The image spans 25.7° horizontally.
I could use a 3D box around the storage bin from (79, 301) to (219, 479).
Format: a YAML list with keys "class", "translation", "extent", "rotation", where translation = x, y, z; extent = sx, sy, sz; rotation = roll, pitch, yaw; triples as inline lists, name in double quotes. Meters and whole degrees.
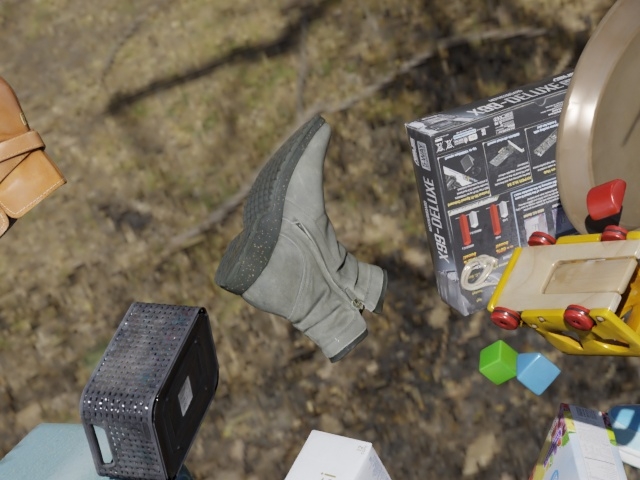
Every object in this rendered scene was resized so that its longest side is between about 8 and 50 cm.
- class: "storage bin"
  translation: [-0.182, 0.163, 1.524]
  extent: [0.084, 0.122, 0.180]
  rotation: [4, 38, 15]

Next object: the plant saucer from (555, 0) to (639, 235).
- class: "plant saucer"
  translation: [0.317, -0.126, 1.337]
  extent: [0.041, 0.278, 0.278]
  rotation: [16, 29, -22]

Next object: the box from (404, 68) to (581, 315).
- class: "box"
  translation: [0.277, -0.071, 1.749]
  extent: [0.307, 0.242, 0.076]
  rotation: [-20, 22, -16]

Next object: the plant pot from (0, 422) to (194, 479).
- class: "plant pot"
  translation: [-0.248, 0.362, 1.593]
  extent: [0.252, 0.247, 0.248]
  rotation: [-13, 22, 37]

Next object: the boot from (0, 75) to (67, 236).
- class: "boot"
  translation: [-0.423, -0.068, 1.455]
  extent: [0.283, 0.220, 0.109]
  rotation: [-37, 12, 6]

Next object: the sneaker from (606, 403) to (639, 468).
- class: "sneaker"
  translation: [0.507, 0.189, 1.760]
  extent: [0.319, 0.208, 0.127]
  rotation: [2, 25, 19]

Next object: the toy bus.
- class: "toy bus"
  translation: [0.242, 0.058, 1.293]
  extent: [0.191, 0.104, 0.202]
  rotation: [-40, 27, 21]

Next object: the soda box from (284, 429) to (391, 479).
- class: "soda box"
  translation: [-0.016, 0.290, 1.327]
  extent: [0.074, 0.069, 0.216]
  rotation: [9, 52, 33]

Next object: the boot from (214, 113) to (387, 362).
- class: "boot"
  translation: [0.000, 0.000, 1.421]
  extent: [0.083, 0.161, 0.246]
  rotation: [-38, 23, 48]

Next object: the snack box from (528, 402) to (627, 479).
- class: "snack box"
  translation: [0.302, 0.325, 1.668]
  extent: [0.070, 0.174, 0.207]
  rotation: [12, 28, -8]
